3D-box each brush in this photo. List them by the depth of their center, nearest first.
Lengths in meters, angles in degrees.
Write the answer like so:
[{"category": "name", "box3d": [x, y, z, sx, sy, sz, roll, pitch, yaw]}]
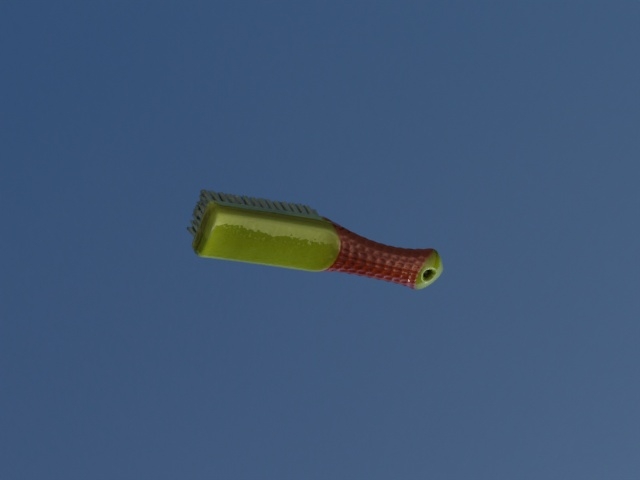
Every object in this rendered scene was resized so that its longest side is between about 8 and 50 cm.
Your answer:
[{"category": "brush", "box3d": [0.000, 0.000, 0.534, 0.083, 0.019, 0.021, 10, -154, -22]}]
